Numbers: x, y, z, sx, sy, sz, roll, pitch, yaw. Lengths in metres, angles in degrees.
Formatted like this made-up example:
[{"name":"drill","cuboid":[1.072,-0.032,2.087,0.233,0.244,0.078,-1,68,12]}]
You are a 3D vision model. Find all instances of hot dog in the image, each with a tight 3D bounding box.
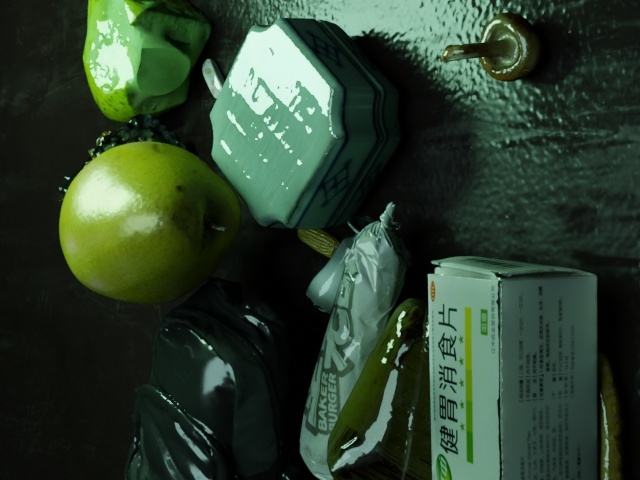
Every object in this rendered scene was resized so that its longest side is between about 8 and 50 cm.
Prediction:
[{"name":"hot dog","cuboid":[0.347,0.240,1.135,0.066,0.047,0.216,148,118,-77]}]

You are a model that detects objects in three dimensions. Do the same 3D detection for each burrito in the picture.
[{"name":"burrito","cuboid":[0.056,0.144,1.388,0.101,0.139,0.446,14,109,0]}]

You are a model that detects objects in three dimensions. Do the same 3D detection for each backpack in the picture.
[{"name":"backpack","cuboid":[-0.163,0.289,1.550,0.363,0.254,0.446,29,120,39]}]

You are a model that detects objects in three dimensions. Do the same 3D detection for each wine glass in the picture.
[{"name":"wine glass","cuboid":[0.039,0.036,1.444,0.072,0.072,0.155,51,126,33]}]

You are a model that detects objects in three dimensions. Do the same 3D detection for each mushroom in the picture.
[{"name":"mushroom","cuboid":[0.225,-0.253,1.223,0.129,0.073,0.088,0,108,14]}]

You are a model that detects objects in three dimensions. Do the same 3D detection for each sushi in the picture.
[{"name":"sushi","cuboid":[-0.365,-0.102,1.774,0.218,0.238,0.225,-25,85,39]}]

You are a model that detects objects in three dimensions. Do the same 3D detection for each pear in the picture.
[{"name":"pear","cuboid":[-0.271,-0.017,1.498,0.336,0.284,0.285,-134,54,-62]},{"name":"pear","cuboid":[-0.368,-0.367,1.799,0.286,0.176,0.282,48,126,36]}]

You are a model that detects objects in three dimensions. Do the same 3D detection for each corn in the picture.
[{"name":"corn","cuboid":[0.000,0.000,1.510,0.092,0.037,0.037,33,115,44]}]

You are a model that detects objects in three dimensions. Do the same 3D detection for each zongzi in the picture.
[{"name":"zongzi","cuboid":[0.186,0.254,1.276,0.300,0.145,0.274,28,97,7]}]

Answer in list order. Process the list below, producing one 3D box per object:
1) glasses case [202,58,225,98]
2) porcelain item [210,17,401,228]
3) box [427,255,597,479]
[{"name":"glasses case","cuboid":[-0.196,-0.299,1.722,0.032,0.021,0.083,-43,61,37]},{"name":"porcelain item","cuboid":[-0.026,-0.178,1.443,0.286,0.157,0.281,52,129,31]},{"name":"box","cuboid":[0.233,0.188,1.153,0.173,0.145,0.333,-179,87,-66]}]
